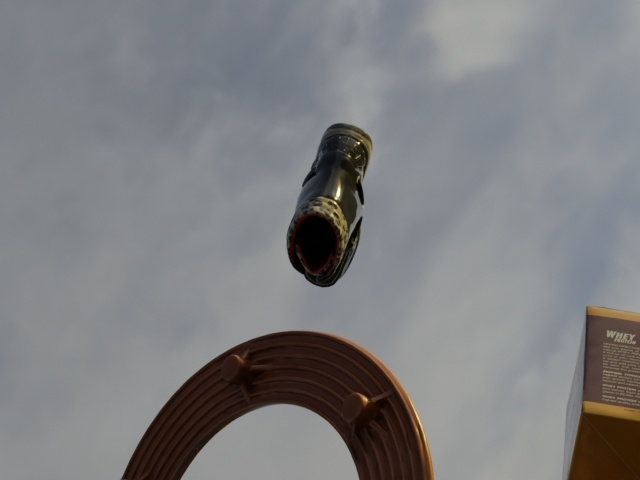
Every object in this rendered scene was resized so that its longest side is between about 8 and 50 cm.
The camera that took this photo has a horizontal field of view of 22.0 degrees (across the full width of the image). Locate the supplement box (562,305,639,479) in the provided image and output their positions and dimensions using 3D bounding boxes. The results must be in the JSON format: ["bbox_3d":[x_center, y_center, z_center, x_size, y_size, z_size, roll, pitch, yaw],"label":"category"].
[{"bbox_3d":[0.337,0.177,1.584,0.194,0.191,0.129,-72,-11,-60],"label":"supplement box"}]

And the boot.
[{"bbox_3d":[-0.002,-0.001,1.957,0.178,0.085,0.236,-70,-6,-51],"label":"boot"}]

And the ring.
[{"bbox_3d":[-0.056,0.222,1.212,0.032,0.336,0.336,27,-79,-42],"label":"ring"}]
